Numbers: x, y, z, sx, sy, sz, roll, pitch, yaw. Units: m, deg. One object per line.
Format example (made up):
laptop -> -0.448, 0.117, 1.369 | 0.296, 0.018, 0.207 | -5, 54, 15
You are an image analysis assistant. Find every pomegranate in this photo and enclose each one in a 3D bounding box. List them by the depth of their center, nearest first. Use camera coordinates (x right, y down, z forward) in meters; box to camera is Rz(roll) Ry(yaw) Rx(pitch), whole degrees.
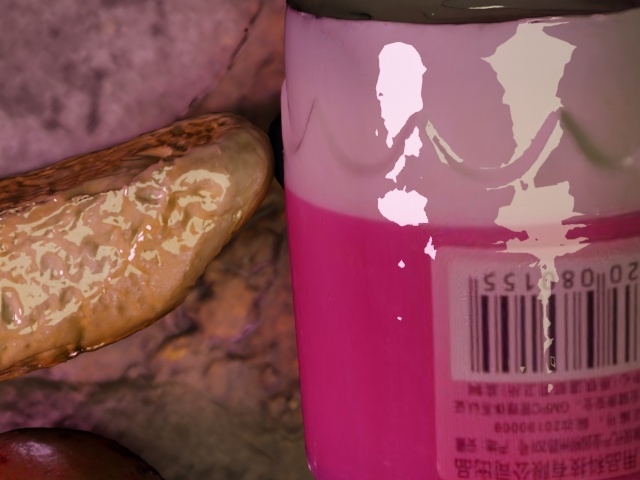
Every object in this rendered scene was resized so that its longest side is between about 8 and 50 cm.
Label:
pomegranate -> -0.114, 0.138, 0.707 | 0.130, 0.130, 0.130 | -2, 106, -9

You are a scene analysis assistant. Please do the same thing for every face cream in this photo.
face cream -> 0.074, -0.004, 0.660 | 0.175, 0.175, 0.195 | -5, 107, -8

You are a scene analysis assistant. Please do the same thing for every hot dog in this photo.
hot dog -> -0.130, 0.014, 0.681 | 0.242, 0.084, 0.073 | -17, 111, -5

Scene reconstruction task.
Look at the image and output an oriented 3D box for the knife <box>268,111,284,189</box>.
knife -> 0.000, 0.000, 0.732 | 0.031, 0.018, 0.121 | -12, 108, -13
